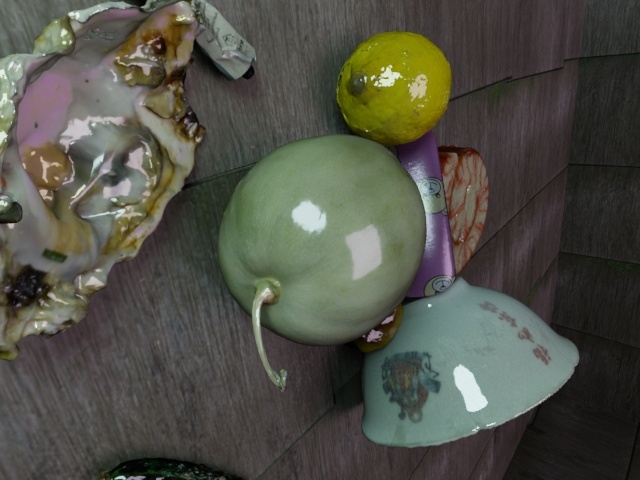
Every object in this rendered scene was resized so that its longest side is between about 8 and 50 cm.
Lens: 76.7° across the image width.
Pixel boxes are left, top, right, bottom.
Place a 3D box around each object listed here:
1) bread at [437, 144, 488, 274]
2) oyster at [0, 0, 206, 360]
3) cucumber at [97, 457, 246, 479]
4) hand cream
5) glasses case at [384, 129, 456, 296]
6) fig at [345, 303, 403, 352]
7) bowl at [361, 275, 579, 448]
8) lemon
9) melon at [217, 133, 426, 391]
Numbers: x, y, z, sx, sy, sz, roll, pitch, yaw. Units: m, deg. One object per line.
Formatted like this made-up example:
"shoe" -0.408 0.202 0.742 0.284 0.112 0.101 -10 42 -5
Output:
"bread" 0.271 -0.063 0.916 0.327 0.114 0.296 -17 112 -47
"oyster" -0.217 -0.075 0.366 0.201 0.106 0.355 84 25 -63
"cucumber" -0.166 0.337 0.544 0.068 0.067 0.294 -58 135 -22
"hand cream" -0.163 -0.255 0.422 0.247 0.051 0.076 30 53 -43
"glasses case" 0.165 -0.058 0.732 0.075 0.123 0.317 13 69 -69
"fig" 0.074 0.116 0.713 0.154 0.144 0.165 -61 167 27
"bowl" 0.235 0.193 0.798 0.434 0.434 0.196 -20 83 -45
"lemon" 0.117 -0.240 0.649 0.193 0.180 0.181 -73 153 -60
"melon" 0.008 -0.005 0.520 0.308 0.271 0.272 -11 109 -66
